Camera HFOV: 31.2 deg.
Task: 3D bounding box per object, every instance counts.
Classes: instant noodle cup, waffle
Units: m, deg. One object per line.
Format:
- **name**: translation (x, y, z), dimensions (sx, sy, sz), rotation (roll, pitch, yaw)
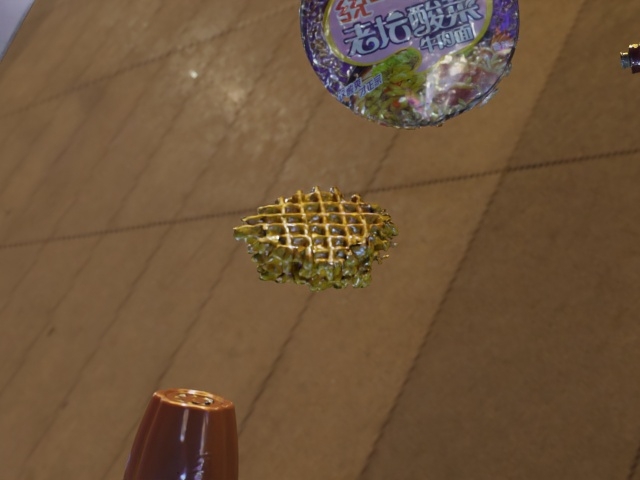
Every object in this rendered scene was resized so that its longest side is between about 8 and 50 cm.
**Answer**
- **instant noodle cup**: translation (0.152, -0.373, 1.835), dimensions (0.339, 0.340, 0.266), rotation (-36, 13, 22)
- **waffle**: translation (0.000, 0.000, 1.511), dimensions (0.197, 0.070, 0.193), rotation (16, 35, 23)

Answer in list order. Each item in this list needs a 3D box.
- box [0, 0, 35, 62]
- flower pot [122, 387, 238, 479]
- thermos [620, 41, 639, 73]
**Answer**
- **box**: translation (-0.315, -0.213, 0.776), dimensions (0.203, 0.251, 0.106), rotation (-36, 37, 52)
- **flower pot**: translation (-0.216, 0.332, 1.830), dimensions (0.190, 0.190, 0.173), rotation (12, 95, 59)
- **thermos**: translation (0.508, -0.250, 1.488), dimensions (0.232, 0.099, 0.124), rotation (-7, 38, 21)
